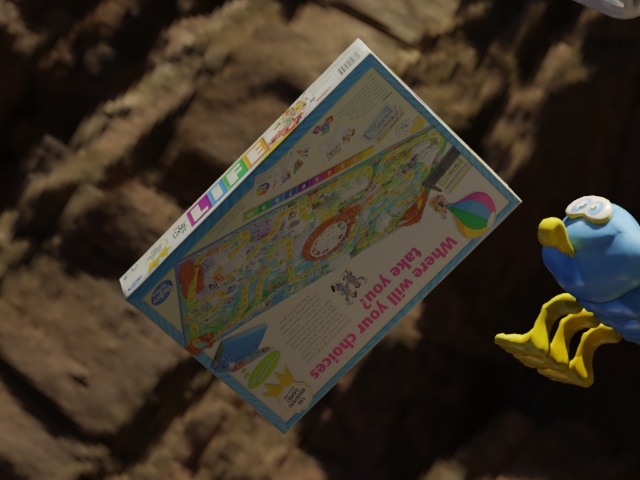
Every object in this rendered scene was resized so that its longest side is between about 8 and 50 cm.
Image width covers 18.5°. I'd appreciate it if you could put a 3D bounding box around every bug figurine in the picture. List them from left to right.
[{"bbox_3d":[0.212,0.047,0.690,0.216,0.279,0.072,36,-111,-48],"label":"bug figurine"}]

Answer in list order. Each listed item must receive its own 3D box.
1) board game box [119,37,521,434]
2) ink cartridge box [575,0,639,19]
[{"bbox_3d":[0.000,0.000,0.884,0.154,0.026,0.103,-44,-68,6],"label":"board game box"},{"bbox_3d":[-0.003,-0.177,0.492,0.226,0.306,0.131,-25,-44,-61],"label":"ink cartridge box"}]
